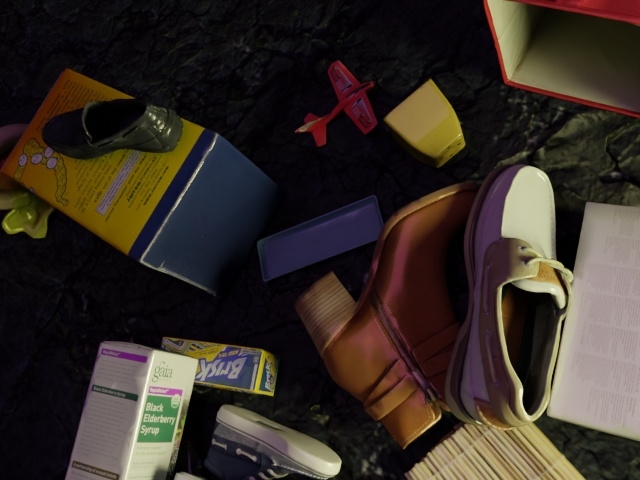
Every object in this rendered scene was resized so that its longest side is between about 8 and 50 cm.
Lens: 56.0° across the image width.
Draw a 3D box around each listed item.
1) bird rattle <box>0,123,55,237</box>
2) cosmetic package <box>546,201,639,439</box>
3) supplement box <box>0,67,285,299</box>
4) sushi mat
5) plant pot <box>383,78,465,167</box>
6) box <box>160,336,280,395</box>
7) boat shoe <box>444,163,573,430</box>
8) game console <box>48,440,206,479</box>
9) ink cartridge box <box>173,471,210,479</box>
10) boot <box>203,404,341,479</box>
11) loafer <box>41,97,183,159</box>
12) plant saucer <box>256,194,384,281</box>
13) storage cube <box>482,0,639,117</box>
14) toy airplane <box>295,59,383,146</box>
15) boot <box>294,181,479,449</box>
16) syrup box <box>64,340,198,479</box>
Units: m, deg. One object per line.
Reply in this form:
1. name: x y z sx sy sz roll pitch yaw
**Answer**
1. bird rattle: -0.509 -0.126 1.051 0.143 0.207 0.253 46 103 13
2. cosmetic package: 0.317 0.083 0.642 0.099 0.060 0.238 9 75 30
3. supplement box: -0.271 -0.089 0.914 0.357 0.194 0.195 27 84 32
4. sushi mat: 0.239 0.320 0.614 0.151 0.019 0.316 -44 59 5
5. plant pot: 0.147 -0.146 0.805 0.081 0.081 0.083 -39 69 7
6. box: -0.144 0.173 0.834 0.169 0.054 0.059 2 72 26
7. boat shoe: 0.219 0.051 0.650 0.103 0.113 0.302 155 129 -66
8. game console: -0.280 0.491 0.775 0.342 0.060 0.386 -22 63 17
9. ink cartridge box: -0.135 0.380 0.707 0.128 0.072 0.175 14 69 18
10. boot: -0.063 0.278 0.755 0.190 0.069 0.086 13 84 37
11. loafer: -0.283 -0.152 0.783 0.224 0.078 0.076 3 71 26
12. plant saucer: 0.000 0.000 0.853 0.192 0.018 0.067 -21 63 17
13. storage cube: 0.331 -0.291 0.708 0.215 0.184 0.193 26 83 31
14. toy airplane: 0.030 -0.198 0.908 0.151 0.028 0.151 -10 66 23
15. boot: 0.130 0.082 0.712 0.283 0.109 0.220 -37 66 -4
16. syrup box: -0.244 0.254 0.769 0.097 0.093 0.236 5 76 27
